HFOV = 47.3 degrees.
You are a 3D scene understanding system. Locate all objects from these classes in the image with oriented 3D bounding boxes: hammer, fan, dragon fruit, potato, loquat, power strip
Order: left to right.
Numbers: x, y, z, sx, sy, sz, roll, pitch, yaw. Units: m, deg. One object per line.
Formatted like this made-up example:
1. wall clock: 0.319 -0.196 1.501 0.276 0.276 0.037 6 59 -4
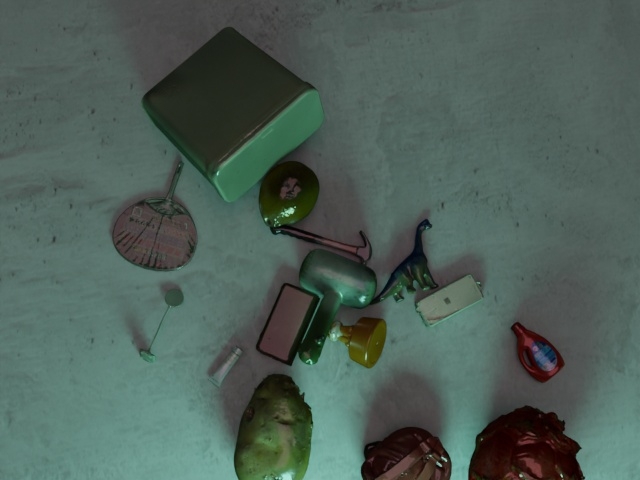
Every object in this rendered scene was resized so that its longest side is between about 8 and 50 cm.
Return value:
1. fan: -0.454 -0.055 1.971 0.223 0.012 0.295 -12 80 -4
2. potato: -0.112 0.482 1.819 0.191 0.141 0.296 4 79 14
3. loquat: -0.088 -0.119 1.938 0.152 0.152 0.195 34 68 4
4. hammer: 0.000 0.000 1.974 0.287 0.033 0.111 15 79 0
5. hammer: 0.014 0.171 1.832 0.206 0.119 0.336 19 46 6
6. power strip: 0.345 0.162 1.961 0.192 0.035 0.081 -27 82 -8
7. dragon fruit: 0.492 0.570 1.772 0.277 0.277 0.343 24 73 2

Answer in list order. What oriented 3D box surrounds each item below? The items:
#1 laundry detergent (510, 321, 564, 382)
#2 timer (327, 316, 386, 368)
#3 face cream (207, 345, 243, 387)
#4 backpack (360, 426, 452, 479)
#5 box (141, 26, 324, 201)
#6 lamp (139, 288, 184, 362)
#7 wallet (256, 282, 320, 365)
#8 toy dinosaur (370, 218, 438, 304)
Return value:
1. laundry detergent: 0.563 0.291 1.942 0.097 0.049 0.165 -39 81 -6
2. timer: 0.079 0.248 1.899 0.152 0.132 0.132 14 77 23
3. face cream: -0.245 0.327 1.901 0.038 0.020 0.115 37 82 4
4. backpack: 0.220 0.569 1.817 0.229 0.139 0.229 0 80 -2
5. box: -0.233 -0.337 1.918 0.352 0.177 0.344 -43 64 -10
6. lamp: -0.414 0.221 1.913 0.050 0.056 0.198 23 67 3
7. wallet: -0.087 0.219 1.926 0.110 0.031 0.198 23 79 2
8. toy dinosaur: 0.217 0.065 1.970 0.247 0.075 0.188 -22 71 -2
